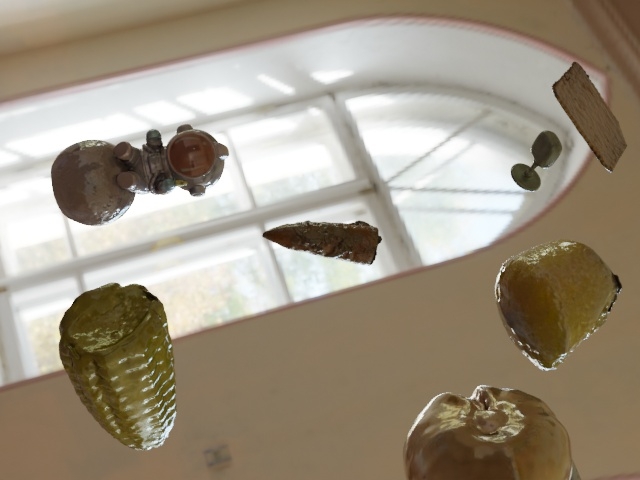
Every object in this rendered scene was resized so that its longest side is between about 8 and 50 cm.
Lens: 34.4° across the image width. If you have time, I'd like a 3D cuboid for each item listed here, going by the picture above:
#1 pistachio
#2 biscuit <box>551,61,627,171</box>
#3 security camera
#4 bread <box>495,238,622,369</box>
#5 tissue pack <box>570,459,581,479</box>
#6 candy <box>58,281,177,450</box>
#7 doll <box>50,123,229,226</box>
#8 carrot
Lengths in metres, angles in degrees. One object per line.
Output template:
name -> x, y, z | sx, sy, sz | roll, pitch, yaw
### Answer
pistachio -> 0.226, 0.309, 1.391 | 0.309, 0.229, 0.230 | 94, -22, -64
biscuit -> 0.619, -0.285, 2.359 | 0.013, 0.232, 0.237 | -31, -83, 36
security camera -> 0.339, -0.124, 1.592 | 0.092, 0.058, 0.058 | -53, -132, 44
bread -> 0.381, 0.101, 1.691 | 0.197, 0.170, 0.197 | 57, -16, 25
tissue pack -> 0.377, 0.437, 1.854 | 0.186, 0.090, 0.222 | -9, -73, 47
candy -> -0.187, 0.140, 1.017 | 0.094, 0.106, 0.199 | 52, -22, 44
doll -> -0.287, -0.111, 1.685 | 0.151, 0.287, 0.151 | -12, 90, -88
carrot -> 0.000, 0.000, 2.310 | 0.102, 0.263, 0.102 | -173, -90, -83
